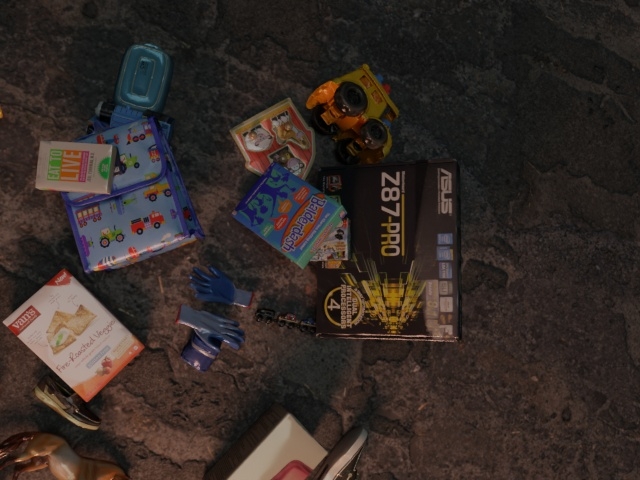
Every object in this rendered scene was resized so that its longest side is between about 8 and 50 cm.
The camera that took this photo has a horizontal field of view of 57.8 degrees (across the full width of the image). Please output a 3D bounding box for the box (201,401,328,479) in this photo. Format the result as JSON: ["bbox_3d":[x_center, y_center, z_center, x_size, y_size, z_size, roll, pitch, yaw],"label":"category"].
[{"bbox_3d":[-0.120,0.477,1.223,0.232,0.149,0.127,-44,96,-15],"label":"box"}]

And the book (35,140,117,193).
[{"bbox_3d":[-0.478,-0.142,1.137,0.145,0.035,0.096,3,81,4],"label":"book"}]

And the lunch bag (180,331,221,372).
[{"bbox_3d":[-0.251,0.228,1.245,0.067,0.098,0.065,37,94,-11],"label":"lunch bag"}]

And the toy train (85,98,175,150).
[{"bbox_3d":[-0.406,-0.237,1.248,0.184,0.080,0.105,16,110,-10],"label":"toy train"}]

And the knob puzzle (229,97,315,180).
[{"bbox_3d":[-0.093,-0.220,1.371,0.213,0.030,0.212,2,83,-16],"label":"knob puzzle"}]

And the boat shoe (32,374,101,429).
[{"bbox_3d":[-0.509,0.330,1.182,0.152,0.056,0.049,36,81,-9],"label":"boat shoe"}]

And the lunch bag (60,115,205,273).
[{"bbox_3d":[-0.401,-0.107,1.193,0.221,0.138,0.293,-20,88,1],"label":"lunch bag"}]

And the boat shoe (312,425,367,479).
[{"bbox_3d":[0.046,0.521,1.305,0.070,0.078,0.219,39,84,-7],"label":"boat shoe"}]

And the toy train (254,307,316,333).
[{"bbox_3d":[-0.073,0.184,1.334,0.159,0.027,0.036,15,69,-13],"label":"toy train"}]

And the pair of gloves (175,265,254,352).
[{"bbox_3d":[-0.224,0.145,1.249,0.159,0.023,0.198,25,43,-18],"label":"pair of gloves"}]

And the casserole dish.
[{"bbox_3d":[-0.397,-0.361,1.302,0.114,0.037,0.188,13,80,-14],"label":"casserole dish"}]

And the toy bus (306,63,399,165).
[{"bbox_3d":[0.110,-0.305,1.391,0.211,0.149,0.220,-40,97,-32],"label":"toy bus"}]

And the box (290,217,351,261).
[{"bbox_3d":[0.000,0.000,1.295,0.137,0.027,0.093,-2,83,21],"label":"box"}]

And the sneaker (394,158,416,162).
[{"bbox_3d":[0.201,-0.032,1.403,0.131,0.112,0.318,-11,82,0],"label":"sneaker"}]

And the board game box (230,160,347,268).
[{"bbox_3d":[-0.072,-0.060,1.285,0.210,0.047,0.160,34,83,25],"label":"board game box"}]

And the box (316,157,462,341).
[{"bbox_3d":[0.152,0.025,1.300,0.319,0.097,0.394,-1,83,18],"label":"box"}]

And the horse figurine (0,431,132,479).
[{"bbox_3d":[-0.525,0.455,1.138,0.263,0.066,0.174,35,41,1],"label":"horse figurine"}]

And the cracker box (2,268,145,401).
[{"bbox_3d":[-0.500,0.192,1.194,0.232,0.067,0.155,46,74,-6],"label":"cracker box"}]

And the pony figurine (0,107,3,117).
[{"bbox_3d":[-0.848,-0.324,1.077,0.364,0.303,0.350,-25,100,-31],"label":"pony figurine"}]
